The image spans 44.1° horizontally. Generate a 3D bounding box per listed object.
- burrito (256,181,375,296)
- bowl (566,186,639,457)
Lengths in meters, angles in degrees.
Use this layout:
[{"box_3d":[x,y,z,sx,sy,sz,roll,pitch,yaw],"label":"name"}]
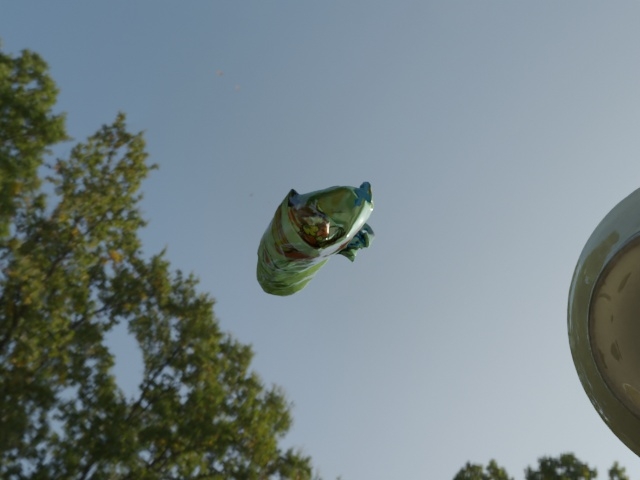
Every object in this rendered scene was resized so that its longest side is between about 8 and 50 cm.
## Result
[{"box_3d":[0.000,0.000,0.675,0.104,0.288,0.054,-16,-100,-15],"label":"burrito"},{"box_3d":[0.253,0.053,0.486,0.237,0.126,0.238,-2,-93,47],"label":"bowl"}]
